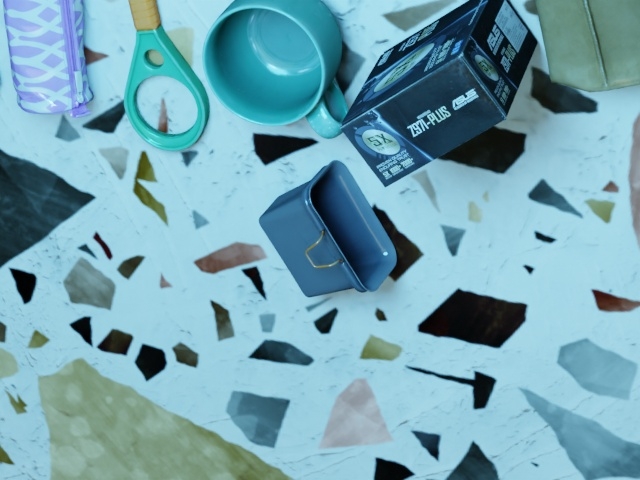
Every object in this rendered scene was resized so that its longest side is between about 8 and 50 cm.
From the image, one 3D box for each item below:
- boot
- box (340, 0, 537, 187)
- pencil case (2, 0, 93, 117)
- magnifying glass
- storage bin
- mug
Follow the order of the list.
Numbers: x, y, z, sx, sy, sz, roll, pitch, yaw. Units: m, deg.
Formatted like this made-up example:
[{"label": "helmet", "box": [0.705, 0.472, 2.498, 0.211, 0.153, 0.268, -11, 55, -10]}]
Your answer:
[{"label": "boot", "box": [0.202, -0.256, 1.786, 0.236, 0.089, 0.269, -8, 126, 16]}, {"label": "box", "box": [0.117, -0.152, 1.849, 0.147, 0.180, 0.077, -29, 107, 30]}, {"label": "pencil case", "box": [-0.284, -0.227, 1.994, 0.088, 0.086, 0.206, 28, 132, 44]}, {"label": "magnifying glass", "box": [-0.176, -0.201, 2.011, 0.092, 0.026, 0.231, -2, 116, 19]}, {"label": "storage bin", "box": [0.000, 0.000, 2.027, 0.091, 0.098, 0.135, -21, 110, 38]}, {"label": "mug", "box": [-0.041, -0.181, 1.934, 0.129, 0.097, 0.157, -3, 117, 19]}]
